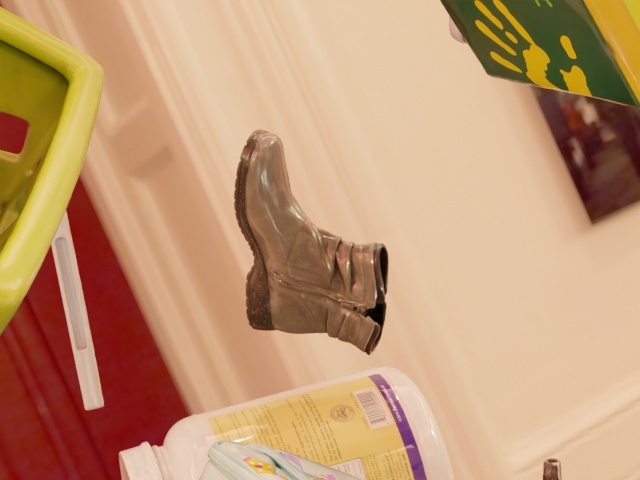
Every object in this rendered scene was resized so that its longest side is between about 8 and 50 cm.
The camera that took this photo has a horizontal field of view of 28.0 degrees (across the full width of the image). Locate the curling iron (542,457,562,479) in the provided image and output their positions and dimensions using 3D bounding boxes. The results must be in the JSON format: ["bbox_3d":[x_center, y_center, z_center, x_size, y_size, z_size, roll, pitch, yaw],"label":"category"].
[{"bbox_3d":[0.234,0.360,1.366,0.068,0.274,0.035,8,19,12],"label":"curling iron"}]

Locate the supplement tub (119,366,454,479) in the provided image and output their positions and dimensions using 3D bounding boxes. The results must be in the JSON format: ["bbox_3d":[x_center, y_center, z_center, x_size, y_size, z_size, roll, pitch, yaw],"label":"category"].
[{"bbox_3d":[-0.038,0.290,1.423,0.331,0.241,0.241,-13,-1,-14],"label":"supplement tub"}]

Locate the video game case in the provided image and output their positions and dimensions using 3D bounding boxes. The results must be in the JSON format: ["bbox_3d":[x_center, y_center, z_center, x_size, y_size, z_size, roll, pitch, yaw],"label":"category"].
[{"bbox_3d":[-0.307,0.042,1.562,0.025,0.285,0.204,-11,14,-11],"label":"video game case"}]

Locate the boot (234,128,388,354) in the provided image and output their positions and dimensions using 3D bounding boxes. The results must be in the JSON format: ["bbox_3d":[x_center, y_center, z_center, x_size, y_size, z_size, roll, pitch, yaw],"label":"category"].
[{"bbox_3d":[0.000,0.000,1.382,0.161,0.246,0.083,7,27,23],"label":"boot"}]

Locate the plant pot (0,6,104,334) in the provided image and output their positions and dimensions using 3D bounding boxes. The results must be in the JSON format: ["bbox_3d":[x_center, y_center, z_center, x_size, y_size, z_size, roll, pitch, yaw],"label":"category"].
[{"bbox_3d":[-0.266,-0.012,0.652,0.207,0.227,0.228,-55,17,30],"label":"plant pot"}]

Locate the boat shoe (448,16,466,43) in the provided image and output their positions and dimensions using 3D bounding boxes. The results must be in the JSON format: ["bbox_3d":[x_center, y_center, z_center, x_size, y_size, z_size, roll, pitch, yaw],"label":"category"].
[{"bbox_3d":[0.180,-0.244,1.123,0.065,0.083,0.183,-17,-45,-54],"label":"boat shoe"}]

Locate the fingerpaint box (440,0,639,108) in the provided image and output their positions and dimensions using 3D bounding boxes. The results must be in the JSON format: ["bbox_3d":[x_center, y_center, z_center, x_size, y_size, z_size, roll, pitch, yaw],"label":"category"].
[{"bbox_3d":[0.198,-0.368,0.756,0.445,0.371,0.163,-47,32,-12],"label":"fingerpaint box"}]

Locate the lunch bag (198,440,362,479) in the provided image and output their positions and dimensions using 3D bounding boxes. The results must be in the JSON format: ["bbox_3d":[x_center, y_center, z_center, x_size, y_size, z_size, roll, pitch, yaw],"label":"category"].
[{"bbox_3d":[0.023,0.264,1.032,0.279,0.224,0.108,26,88,51],"label":"lunch bag"}]
